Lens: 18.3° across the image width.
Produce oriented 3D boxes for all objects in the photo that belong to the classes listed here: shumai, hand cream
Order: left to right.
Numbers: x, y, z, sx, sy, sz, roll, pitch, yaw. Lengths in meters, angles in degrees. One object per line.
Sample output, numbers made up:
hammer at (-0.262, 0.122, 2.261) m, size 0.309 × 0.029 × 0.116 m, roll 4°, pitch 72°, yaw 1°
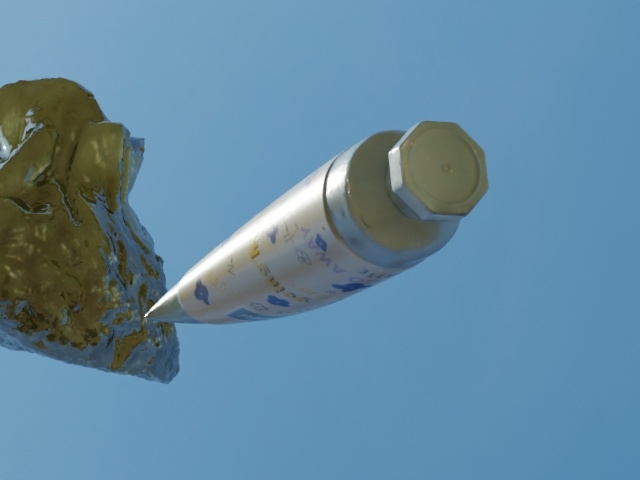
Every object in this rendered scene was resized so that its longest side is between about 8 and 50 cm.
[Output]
shumai at (-0.188, -0.009, 1.510) m, size 0.189 × 0.256 × 0.218 m, roll 6°, pitch -99°, yaw 12°
hand cream at (0.000, 0.000, 0.669) m, size 0.065 × 0.171 × 0.043 m, roll -8°, pitch -101°, yaw -29°
